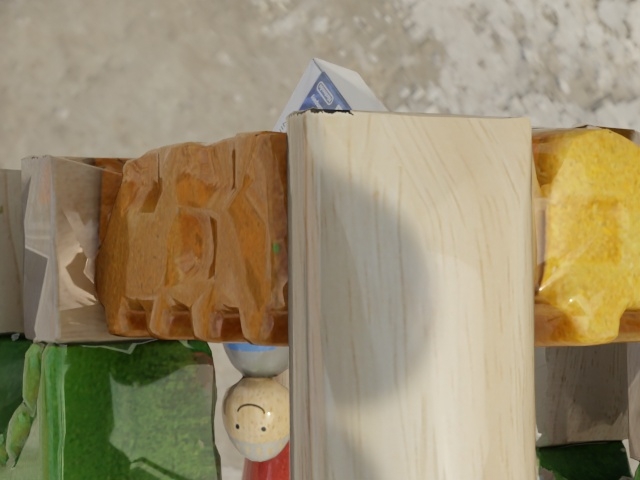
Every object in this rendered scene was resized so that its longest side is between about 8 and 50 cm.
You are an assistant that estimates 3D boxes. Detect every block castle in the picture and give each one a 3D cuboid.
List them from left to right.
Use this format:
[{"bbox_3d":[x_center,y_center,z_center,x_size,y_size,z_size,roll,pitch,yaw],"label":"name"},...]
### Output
[{"bbox_3d":[0.015,0.080,0.573,0.453,0.303,0.213,-3,88,58],"label":"block castle"}]

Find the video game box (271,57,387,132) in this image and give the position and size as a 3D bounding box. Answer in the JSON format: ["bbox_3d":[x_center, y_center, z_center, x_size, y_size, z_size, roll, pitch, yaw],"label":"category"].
[{"bbox_3d":[0.000,0.000,1.148,0.187,0.048,0.205,-62,33,21],"label":"video game box"}]
